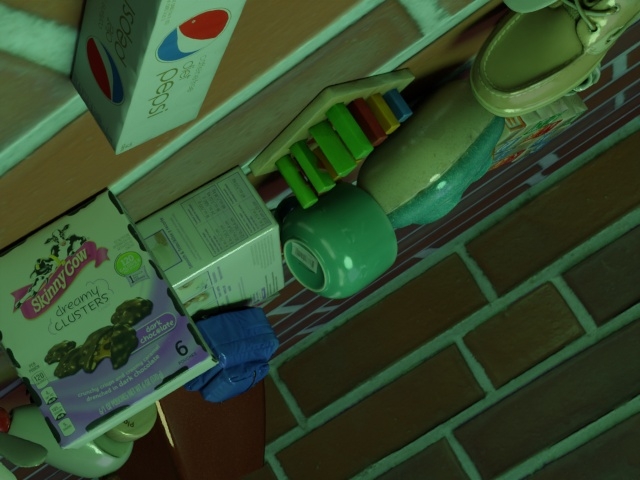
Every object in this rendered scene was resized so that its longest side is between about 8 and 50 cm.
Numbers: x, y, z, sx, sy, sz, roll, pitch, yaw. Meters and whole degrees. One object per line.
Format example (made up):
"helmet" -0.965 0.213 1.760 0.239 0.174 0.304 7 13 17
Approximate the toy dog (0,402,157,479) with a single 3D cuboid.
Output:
"toy dog" -0.386 0.301 1.479 0.334 0.161 0.220 -8 157 -17

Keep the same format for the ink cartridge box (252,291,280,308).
"ink cartridge box" -0.228 0.150 1.816 0.239 0.060 0.275 -38 169 25

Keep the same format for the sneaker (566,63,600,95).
"sneaker" 0.318 -0.242 1.411 0.110 0.118 0.292 -39 170 24

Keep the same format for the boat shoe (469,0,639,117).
"boat shoe" 0.304 -0.279 1.213 0.341 0.121 0.110 -42 166 -1

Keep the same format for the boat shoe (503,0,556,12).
"boat shoe" 0.260 -0.302 1.036 0.070 0.078 0.219 -22 164 -43

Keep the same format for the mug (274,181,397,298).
"mug" 0.006 0.007 1.318 0.097 0.129 0.158 -36 -165 -31

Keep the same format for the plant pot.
"plant pot" -0.244 0.307 1.792 0.267 0.236 0.267 -21 175 41

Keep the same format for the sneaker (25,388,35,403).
"sneaker" -0.384 0.215 1.577 0.090 0.081 0.232 -34 172 -18

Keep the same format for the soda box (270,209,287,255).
"soda box" -0.079 -0.002 1.516 0.169 0.060 0.053 -23 166 -43

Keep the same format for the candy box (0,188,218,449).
"candy box" -0.222 0.077 1.048 0.165 0.196 0.070 -32 170 -5

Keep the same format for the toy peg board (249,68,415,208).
"toy peg board" 0.030 -0.112 1.255 0.160 0.079 0.161 -21 166 -48

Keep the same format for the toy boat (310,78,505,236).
"toy boat" 0.121 -0.078 1.414 0.318 0.148 0.267 -33 -168 46

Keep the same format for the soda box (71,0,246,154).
"soda box" -0.106 -0.142 0.704 0.074 0.069 0.216 -28 170 -26

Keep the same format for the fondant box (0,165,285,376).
"fondant box" -0.207 0.068 1.292 0.330 0.096 0.238 -31 163 -11

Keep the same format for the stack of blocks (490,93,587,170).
"stack of blocks" 0.299 -0.189 1.695 0.297 0.087 0.171 -22 166 -45

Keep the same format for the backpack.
"backpack" -0.112 0.141 1.337 0.098 0.101 0.120 -37 167 38
